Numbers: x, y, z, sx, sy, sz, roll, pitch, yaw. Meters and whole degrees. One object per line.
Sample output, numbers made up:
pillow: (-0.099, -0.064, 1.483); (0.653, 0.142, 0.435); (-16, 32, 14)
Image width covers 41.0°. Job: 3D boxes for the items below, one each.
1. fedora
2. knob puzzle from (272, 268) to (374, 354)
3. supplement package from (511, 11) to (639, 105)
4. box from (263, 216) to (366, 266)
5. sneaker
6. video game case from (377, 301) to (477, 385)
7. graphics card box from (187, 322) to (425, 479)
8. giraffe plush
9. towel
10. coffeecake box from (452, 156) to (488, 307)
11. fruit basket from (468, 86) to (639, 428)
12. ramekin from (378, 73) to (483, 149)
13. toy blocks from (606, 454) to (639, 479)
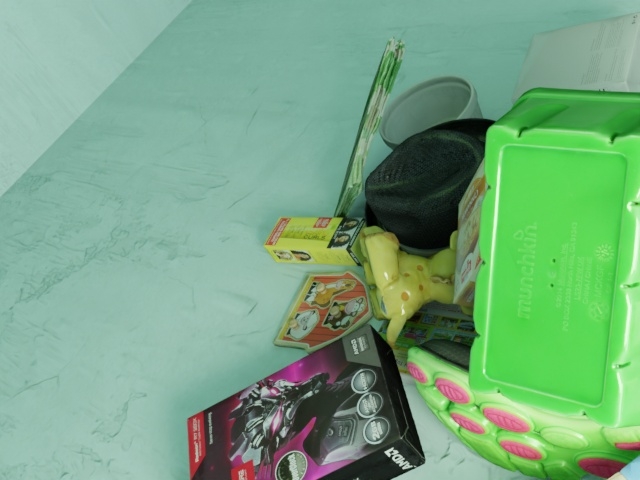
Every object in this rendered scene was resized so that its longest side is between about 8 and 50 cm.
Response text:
fedora: (0.200, -0.098, 1.502); (0.334, 0.152, 0.334); (-12, 65, 28)
knob puzzle: (0.015, 0.124, 1.584); (0.213, 0.030, 0.213); (-22, 38, 18)
supplement package: (0.483, -0.277, 1.546); (0.203, 0.149, 0.194); (-4, 47, 37)
box: (0.000, 0.000, 1.709); (0.232, 0.058, 0.087); (2, 51, 41)
sneaker: (0.344, 0.198, 1.135); (0.482, 0.185, 0.202); (5, 43, 31)
video game case: (0.198, 0.149, 1.410); (0.227, 0.026, 0.206); (6, 53, 42)
graphics card box: (-0.037, 0.313, 1.343); (0.371, 0.094, 0.233); (-28, 40, 14)
giraffe plush: (0.168, 0.058, 1.396); (0.170, 0.181, 0.210); (-12, 27, -4)
towel: (0.093, -0.207, 1.692); (0.038, 0.248, 0.325); (17, 73, -2)
coffeecake box: (0.255, -0.009, 1.296); (0.068, 0.142, 0.185); (11, 59, -4)
fruit basket: (0.350, 0.013, 0.980); (0.283, 0.392, 0.392); (10, 55, 36)
ramekin: (0.233, -0.227, 1.731); (0.207, 0.109, 0.207); (-23, 38, 19)
toy blocks: (0.368, 0.397, 0.886); (0.261, 0.191, 0.381); (-33, 46, -10)
